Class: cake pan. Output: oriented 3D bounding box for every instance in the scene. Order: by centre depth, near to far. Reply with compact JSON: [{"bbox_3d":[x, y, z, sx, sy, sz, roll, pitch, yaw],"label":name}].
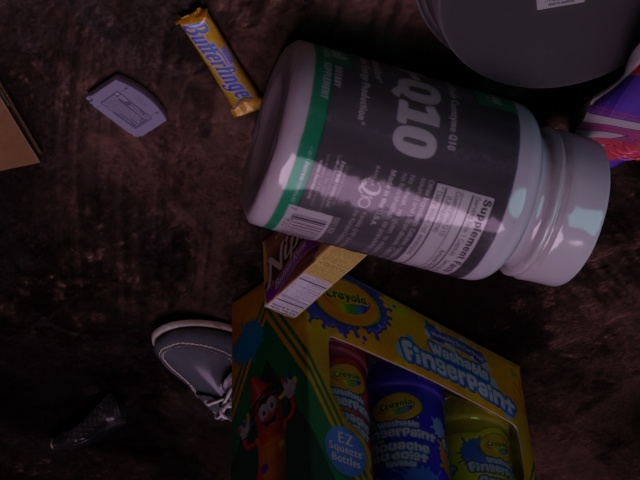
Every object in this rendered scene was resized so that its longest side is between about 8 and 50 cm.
[{"bbox_3d":[0.242,-0.266,1.248,0.293,0.054,0.293,-3,140,-2],"label":"cake pan"}]

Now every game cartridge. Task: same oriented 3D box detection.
[{"bbox_3d":[-0.214,-0.152,1.371,0.056,0.017,0.083,-25,137,28],"label":"game cartridge"}]

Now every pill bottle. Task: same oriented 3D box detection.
[{"bbox_3d":[0.112,-0.073,1.325,0.361,0.204,0.204,14,137,-13],"label":"pill bottle"}]

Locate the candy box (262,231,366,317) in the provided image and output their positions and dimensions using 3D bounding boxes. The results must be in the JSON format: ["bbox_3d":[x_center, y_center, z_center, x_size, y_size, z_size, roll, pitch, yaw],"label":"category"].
[{"bbox_3d":[0.000,0.000,1.502,0.053,0.109,0.187,24,133,-30],"label":"candy box"}]

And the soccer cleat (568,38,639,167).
[{"bbox_3d":[0.359,-0.132,1.316,0.109,0.116,0.318,-16,163,-17],"label":"soccer cleat"}]

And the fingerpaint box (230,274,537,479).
[{"bbox_3d":[0.098,0.277,1.640,0.445,0.371,0.163,29,132,-33],"label":"fingerpaint box"}]

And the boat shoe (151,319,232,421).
[{"bbox_3d":[-0.113,0.213,1.754,0.116,0.099,0.319,-30,134,28],"label":"boat shoe"}]

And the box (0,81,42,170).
[{"bbox_3d":[-0.439,-0.127,1.374,0.201,0.021,0.164,-11,140,8],"label":"box"}]

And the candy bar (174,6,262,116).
[{"bbox_3d":[-0.108,-0.193,1.329,0.040,0.018,0.161,-17,140,14],"label":"candy bar"}]

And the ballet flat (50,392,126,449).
[{"bbox_3d":[-0.356,0.283,1.872,0.173,0.049,0.057,-31,162,35],"label":"ballet flat"}]
